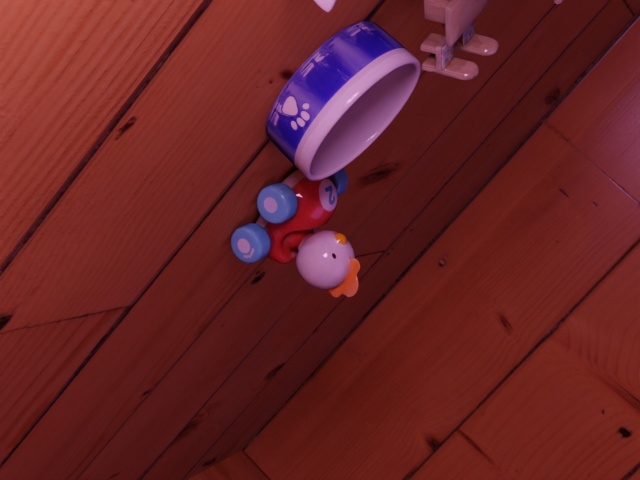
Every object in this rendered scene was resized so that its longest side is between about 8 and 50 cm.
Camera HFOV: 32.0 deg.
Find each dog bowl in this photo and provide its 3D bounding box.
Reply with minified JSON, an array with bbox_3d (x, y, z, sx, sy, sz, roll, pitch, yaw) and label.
[{"bbox_3d":[0.038,-0.228,1.835,0.265,0.104,0.265,-42,167,-12],"label":"dog bowl"}]

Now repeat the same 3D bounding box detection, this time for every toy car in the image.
[{"bbox_3d":[0.000,0.000,2.119,0.219,0.238,0.210,-28,159,-53],"label":"toy car"}]

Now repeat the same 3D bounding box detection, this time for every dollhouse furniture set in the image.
[{"bbox_3d":[0.277,-0.398,1.777,0.242,0.161,0.212,-51,148,-35],"label":"dollhouse furniture set"}]

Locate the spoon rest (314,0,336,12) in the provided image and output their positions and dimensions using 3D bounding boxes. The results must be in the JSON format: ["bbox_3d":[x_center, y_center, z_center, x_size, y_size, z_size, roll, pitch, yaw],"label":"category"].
[{"bbox_3d":[0.053,-0.402,1.454,0.276,0.084,0.137,-52,176,-40],"label":"spoon rest"}]
